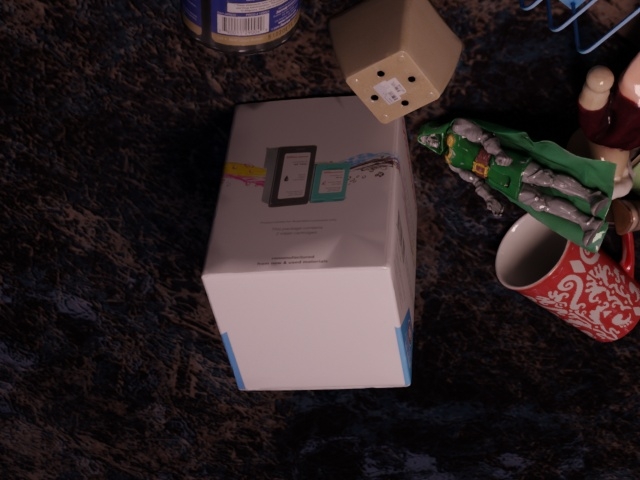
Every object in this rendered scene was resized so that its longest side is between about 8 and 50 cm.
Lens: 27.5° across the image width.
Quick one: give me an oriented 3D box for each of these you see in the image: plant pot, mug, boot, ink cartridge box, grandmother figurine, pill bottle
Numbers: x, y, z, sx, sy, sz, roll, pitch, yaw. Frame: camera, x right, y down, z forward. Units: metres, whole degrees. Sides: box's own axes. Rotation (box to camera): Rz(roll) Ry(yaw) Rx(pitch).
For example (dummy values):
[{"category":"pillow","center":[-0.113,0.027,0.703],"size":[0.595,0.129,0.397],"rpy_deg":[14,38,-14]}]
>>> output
[{"category":"plant pot","center":[0.078,-0.189,1.371],"size":[0.109,0.096,0.109],"rpy_deg":[-25,129,26]},{"category":"mug","center":[0.322,0.040,1.579],"size":[0.150,0.113,0.169],"rpy_deg":[-32,129,34]},{"category":"boot","center":[0.372,-0.031,1.485],"size":[0.087,0.118,0.042],"rpy_deg":[-4,94,-6]},{"category":"ink cartridge box","center":[0.000,0.000,1.449],"size":[0.197,0.270,0.198],"rpy_deg":[-3,136,10]},{"category":"grandmother figurine","center":[0.351,-0.162,1.377],"size":[0.208,0.104,0.342],"rpy_deg":[7,140,-23]},{"category":"pill bottle","center":[-0.077,-0.297,1.254],"size":[0.123,0.123,0.219],"rpy_deg":[5,136,0]}]

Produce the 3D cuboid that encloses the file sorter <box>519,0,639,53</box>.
[{"category":"file sorter","center":[0.230,-0.280,1.257],"size":[0.170,0.104,0.118],"rpy_deg":[31,130,-24]}]

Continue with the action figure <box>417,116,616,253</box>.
[{"category":"action figure","center":[0.207,-0.076,1.442],"size":[0.232,0.063,0.137],"rpy_deg":[29,139,25]}]

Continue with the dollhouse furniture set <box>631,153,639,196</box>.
[{"category":"dollhouse furniture set","center":[0.409,-0.080,1.481],"size":[0.076,0.058,0.151],"rpy_deg":[25,132,-19]}]
